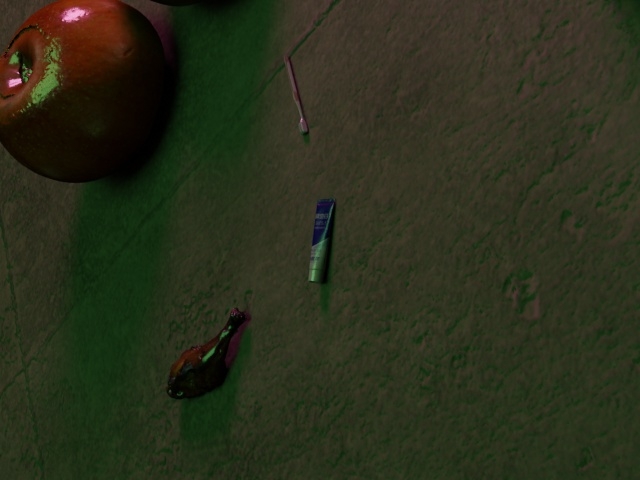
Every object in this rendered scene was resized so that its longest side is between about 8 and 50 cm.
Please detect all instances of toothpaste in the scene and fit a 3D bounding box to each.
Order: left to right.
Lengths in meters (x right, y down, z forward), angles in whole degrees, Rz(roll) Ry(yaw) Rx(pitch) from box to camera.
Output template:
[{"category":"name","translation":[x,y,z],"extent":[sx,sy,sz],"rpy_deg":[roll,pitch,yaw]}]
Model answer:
[{"category":"toothpaste","translation":[0.000,0.000,1.262],"extent":[0.024,0.015,0.083],"rpy_deg":[0,78,45]}]

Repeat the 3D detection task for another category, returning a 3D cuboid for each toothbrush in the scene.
[{"category":"toothbrush","translation":[-0.026,-0.149,1.331],"extent":[0.008,0.006,0.097],"rpy_deg":[-42,52,44]}]

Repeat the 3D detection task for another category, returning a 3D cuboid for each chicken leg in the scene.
[{"category":"chicken leg","translation":[-0.122,0.126,1.380],"extent":[0.145,0.037,0.062],"rpy_deg":[-39,40,43]}]

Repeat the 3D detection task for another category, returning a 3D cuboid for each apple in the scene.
[{"category":"apple","translation":[-0.295,-0.183,1.549],"extent":[0.210,0.173,0.235],"rpy_deg":[43,115,47]}]

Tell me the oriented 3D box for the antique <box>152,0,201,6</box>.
[{"category":"antique","translation":[-0.160,-0.391,1.453],"extent":[0.223,0.129,0.278],"rpy_deg":[-35,56,44]}]
